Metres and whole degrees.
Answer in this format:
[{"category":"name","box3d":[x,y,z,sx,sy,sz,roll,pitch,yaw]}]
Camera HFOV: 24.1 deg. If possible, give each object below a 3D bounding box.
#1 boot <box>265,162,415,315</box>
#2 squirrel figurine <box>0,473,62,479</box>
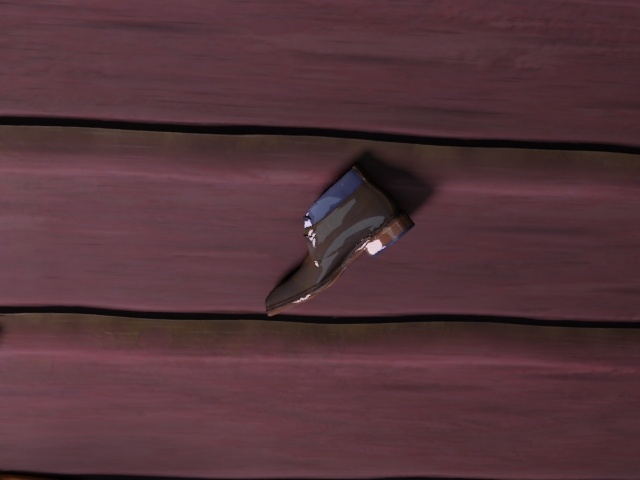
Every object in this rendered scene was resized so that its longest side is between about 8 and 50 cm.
[{"category":"boot","box3d":[0.000,0.000,1.868,0.219,0.082,0.106,-35,94,11]},{"category":"squirrel figurine","box3d":[-0.465,0.474,1.821,0.397,0.370,0.281,18,110,-17]}]
